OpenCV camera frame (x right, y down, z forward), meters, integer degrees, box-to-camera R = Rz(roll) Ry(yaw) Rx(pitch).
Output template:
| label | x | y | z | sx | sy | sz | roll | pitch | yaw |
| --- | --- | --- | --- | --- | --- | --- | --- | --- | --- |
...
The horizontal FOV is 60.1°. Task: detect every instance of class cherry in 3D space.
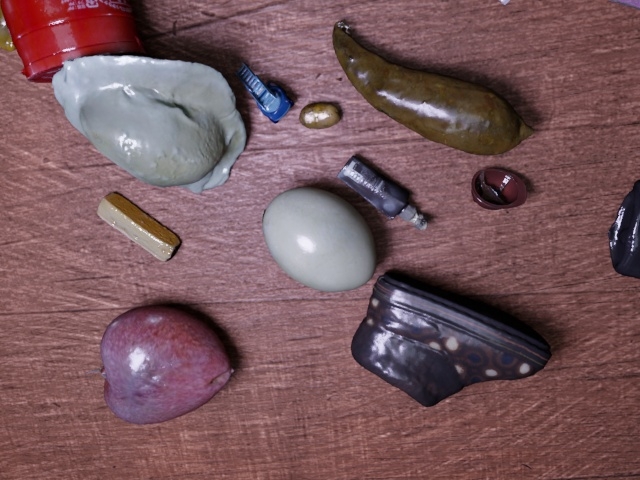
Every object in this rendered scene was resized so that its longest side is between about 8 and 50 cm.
| label | x | y | z | sx | sy | sz | roll | pitch | yaw |
| --- | --- | --- | --- | --- | --- | --- | --- | --- | --- |
| cherry | -0.342 | 0.264 | 1.193 | 0.307 | 0.221 | 0.261 | 2 | 115 | -8 |

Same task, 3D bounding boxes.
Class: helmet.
| label | x | y | z | sx | sy | sz | roll | pitch | yaw |
| --- | --- | --- | --- | --- | --- | --- | --- | --- | --- |
| helmet | 0.346 | -0.091 | 1.102 | 0.111 | 0.057 | 0.089 | 9 | 64 | -2 |

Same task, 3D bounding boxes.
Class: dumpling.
| label | x | y | z | sx | sy | sz | roll | pitch | yaw |
| --- | --- | --- | --- | --- | --- | --- | --- | --- | --- |
| dumpling | -0.295 | -0.200 | 1.036 | 0.269 | 0.320 | 0.212 | 2 | 92 | 22 |

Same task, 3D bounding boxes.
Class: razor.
| label | x | y | z | sx | sy | sz | roll | pitch | yaw |
| --- | --- | --- | --- | --- | --- | --- | --- | --- | --- |
| razor | 0.742 | -0.001 | 1.059 | 0.348 | 0.113 | 0.205 | 10 | 105 | 5 |

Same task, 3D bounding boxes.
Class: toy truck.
| label | x | y | z | sx | sy | sz | roll | pitch | yaw |
| --- | --- | --- | --- | --- | --- | --- | --- | --- | --- |
| toy truck | -0.113 | -0.295 | 1.095 | 0.063 | 0.074 | 0.136 | -47 | 56 | 14 |

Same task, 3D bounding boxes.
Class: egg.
| label | x | y | z | sx | sy | sz | roll | pitch | yaw |
| --- | --- | --- | --- | --- | --- | --- | --- | --- | --- |
| egg | 0.000 | 0.000 | 1.096 | 0.253 | 0.186 | 0.187 | 34 | 106 | -2 |

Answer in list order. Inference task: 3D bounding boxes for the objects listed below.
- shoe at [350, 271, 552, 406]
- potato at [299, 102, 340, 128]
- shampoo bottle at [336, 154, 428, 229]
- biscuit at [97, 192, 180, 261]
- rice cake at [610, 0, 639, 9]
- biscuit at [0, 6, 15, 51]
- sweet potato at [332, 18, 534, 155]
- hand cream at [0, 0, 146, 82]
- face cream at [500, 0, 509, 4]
| label | x | y | z | sx | sy | sz | roll | pitch | yaw |
| --- | --- | --- | --- | --- | --- | --- | --- | --- | --- |
| shoe | 0.260 | 0.233 | 1.142 | 0.383 | 0.171 | 0.237 | 20 | 100 | 1 |
| potato | -0.002 | -0.248 | 1.103 | 0.083 | 0.040 | 0.051 | -1 | 118 | 7 |
| shampoo bottle | 0.131 | -0.091 | 1.122 | 0.207 | 0.063 | 0.057 | 35 | 117 | -5 |
| biscuit | -0.394 | -0.026 | 1.200 | 0.188 | 0.052 | 0.056 | 38 | 122 | -5 |
| rice cake | 0.612 | -0.423 | 0.994 | 0.206 | 0.036 | 0.047 | 21 | 97 | 0 |
| biscuit | -0.656 | -0.494 | 1.100 | 0.183 | 0.039 | 0.174 | 31 | 108 | -4 |
| sweet potato | 0.192 | -0.270 | 1.040 | 0.422 | 0.130 | 0.131 | 28 | 107 | 6 |
| hand cream | -0.449 | -0.387 | 1.015 | 0.230 | 0.230 | 0.149 | -10 | 104 | 8 |
| face cream | 0.357 | -0.620 | 0.855 | 0.235 | 0.137 | 0.420 | 41 | 121 | -3 |
